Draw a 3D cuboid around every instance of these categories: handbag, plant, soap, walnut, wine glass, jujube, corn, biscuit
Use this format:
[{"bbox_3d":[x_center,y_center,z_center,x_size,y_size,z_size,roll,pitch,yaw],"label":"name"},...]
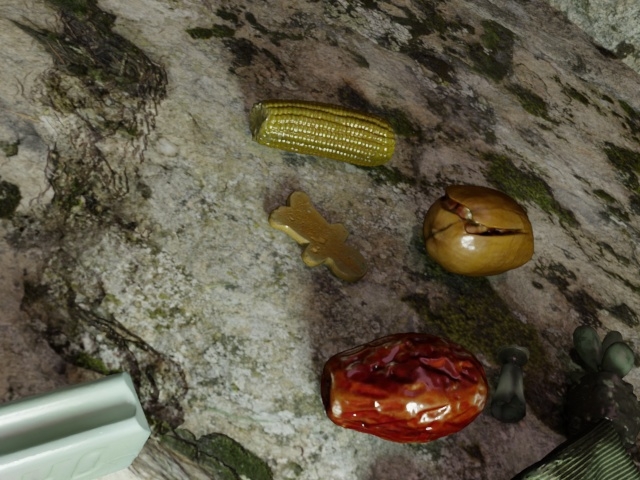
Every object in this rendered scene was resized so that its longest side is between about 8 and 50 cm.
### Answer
[{"bbox_3d":[0.420,0.475,1.290,0.341,0.247,0.240,-8,58,-51],"label":"handbag"},{"bbox_3d":[0.593,0.307,1.624,0.146,0.149,0.274,39,44,-19],"label":"plant"},{"bbox_3d":[-0.387,0.279,1.032,0.290,0.172,0.095,-9,59,-37],"label":"soap"},{"bbox_3d":[0.368,-0.017,1.736,0.336,0.209,0.208,11,47,-40],"label":"walnut"},{"bbox_3d":[0.382,0.286,1.566,0.072,0.072,0.155,29,43,-6],"label":"wine glass"},{"bbox_3d":[0.149,0.261,1.367,0.291,0.197,0.197,0,52,-12],"label":"jujube"},{"bbox_3d":[0.008,-0.248,1.764,0.345,0.131,0.131,6,51,-26],"label":"corn"},{"bbox_3d":[0.000,0.000,1.611,0.234,0.030,0.153,40,45,5],"label":"biscuit"}]
